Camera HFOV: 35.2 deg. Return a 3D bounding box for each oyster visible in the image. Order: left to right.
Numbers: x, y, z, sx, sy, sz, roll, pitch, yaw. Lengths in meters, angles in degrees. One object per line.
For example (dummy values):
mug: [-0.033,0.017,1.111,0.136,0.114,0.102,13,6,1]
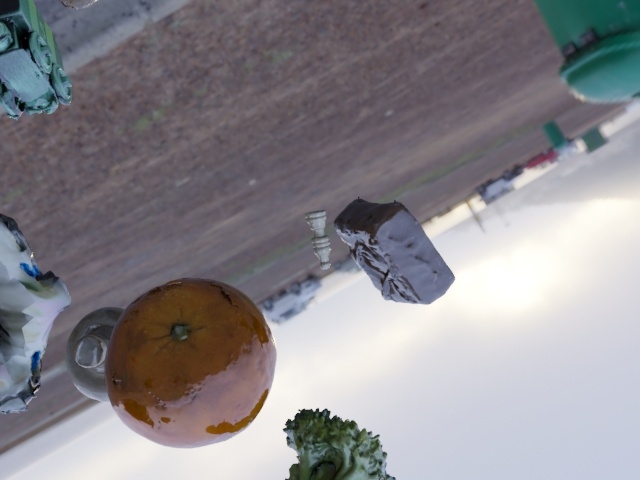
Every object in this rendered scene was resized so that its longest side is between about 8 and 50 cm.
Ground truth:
oyster: [-0.317,0.066,0.938,0.092,0.198,0.259,-2,157,21]

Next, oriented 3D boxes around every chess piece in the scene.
chess piece: [0.000,0.000,1.581,0.035,0.092,0.035,-10,-173,1]

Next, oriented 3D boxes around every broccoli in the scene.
broccoli: [-0.009,0.451,1.739,0.274,0.353,0.397,-23,143,14]

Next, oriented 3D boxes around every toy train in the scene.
toy train: [-0.654,-0.409,2.204,0.166,0.238,0.299,-16,154,0]

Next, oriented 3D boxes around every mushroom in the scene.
mushroom: [-0.462,0.254,2.162,0.206,0.206,0.209,-32,-175,29]

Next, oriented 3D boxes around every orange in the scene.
orange: [-0.208,0.200,1.633,0.283,0.284,0.226,-29,146,-8]

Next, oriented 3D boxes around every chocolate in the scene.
chocolate: [0.124,0.028,1.734,0.093,0.214,0.148,-46,-152,-21]

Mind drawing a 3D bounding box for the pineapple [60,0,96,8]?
pineapple: [-0.490,-0.553,2.133,0.111,0.119,0.237,-20,-160,11]
